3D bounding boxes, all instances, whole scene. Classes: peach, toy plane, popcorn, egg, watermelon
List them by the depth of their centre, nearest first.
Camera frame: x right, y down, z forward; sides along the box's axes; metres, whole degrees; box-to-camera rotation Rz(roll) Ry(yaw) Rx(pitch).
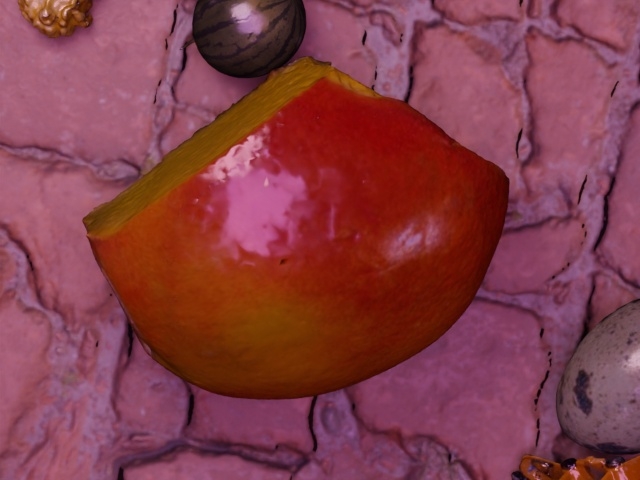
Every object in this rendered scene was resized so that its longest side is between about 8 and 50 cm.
[{"bbox_3d":[0.000,0.000,1.638,0.380,0.242,0.306,-33,112,-6],"label":"peach"},{"bbox_3d":[-0.079,-0.203,1.695,0.133,0.105,0.105,-19,97,21],"label":"watermelon"},{"bbox_3d":[-0.248,-0.236,1.699,0.083,0.057,0.082,-12,89,0],"label":"popcorn"},{"bbox_3d":[0.312,0.136,1.733,0.182,0.141,0.141,-37,97,7],"label":"egg"},{"bbox_3d":[0.326,0.343,1.769,0.103,0.204,0.316,-48,117,-38],"label":"toy plane"}]
